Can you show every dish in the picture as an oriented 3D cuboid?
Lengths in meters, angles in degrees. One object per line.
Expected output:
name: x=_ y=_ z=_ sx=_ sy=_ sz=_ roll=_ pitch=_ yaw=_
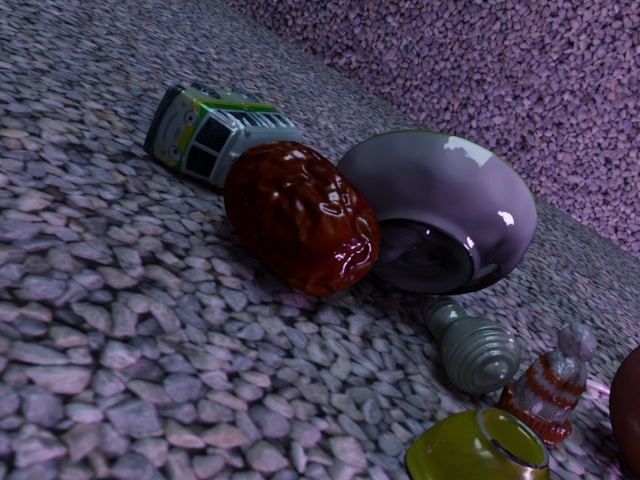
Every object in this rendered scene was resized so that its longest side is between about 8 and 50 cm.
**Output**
dish: x=0.185 y=0.235 z=0.677 sx=0.208 sy=0.080 sz=0.149 roll=11 pitch=27 yaw=-43
dish: x=0.153 y=-0.005 z=0.956 sx=0.324 sy=0.324 sz=0.124 roll=28 pitch=55 yaw=-5

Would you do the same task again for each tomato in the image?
tomato: x=0.533 y=0.243 z=0.871 sx=0.256 sy=0.255 sz=0.224 roll=19 pitch=16 yaw=-26

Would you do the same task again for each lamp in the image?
lamp: x=0.206 y=0.143 z=0.896 sx=0.106 sy=0.106 sz=0.193 roll=21 pitch=14 yaw=-22

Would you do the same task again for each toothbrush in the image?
toothbrush: x=0.509 y=0.265 z=1.104 sx=0.287 sy=0.025 sz=0.020 roll=28 pitch=21 yaw=-7

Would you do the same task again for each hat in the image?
hat: x=0.316 y=0.186 z=0.843 sx=0.112 sy=0.162 sz=0.093 roll=21 pitch=19 yaw=-32

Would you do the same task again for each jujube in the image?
jujube: x=-0.028 y=-0.034 z=0.883 sx=0.250 sy=0.174 sz=0.174 roll=41 pitch=23 yaw=31

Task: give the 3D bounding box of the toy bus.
toy bus: x=-0.155 y=-0.179 z=1.096 sx=0.165 sy=0.133 sz=0.276 roll=35 pitch=22 yaw=15
